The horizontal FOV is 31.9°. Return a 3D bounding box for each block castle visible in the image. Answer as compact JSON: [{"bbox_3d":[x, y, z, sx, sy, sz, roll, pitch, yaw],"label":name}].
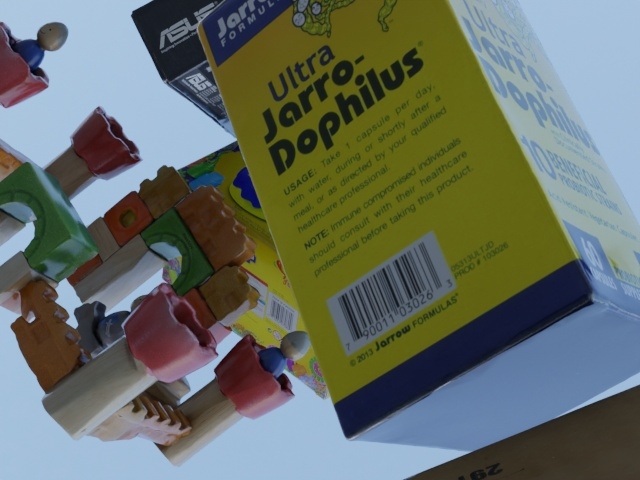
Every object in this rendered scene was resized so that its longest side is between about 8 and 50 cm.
[{"bbox_3d":[-0.216,0.000,1.198,0.213,0.303,0.453,-38,-117,4],"label":"block castle"}]

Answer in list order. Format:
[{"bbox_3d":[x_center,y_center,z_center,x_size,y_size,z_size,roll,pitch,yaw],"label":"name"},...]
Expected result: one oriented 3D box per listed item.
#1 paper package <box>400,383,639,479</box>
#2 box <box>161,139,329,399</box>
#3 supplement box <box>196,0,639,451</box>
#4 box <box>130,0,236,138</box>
[{"bbox_3d":[0.114,0.208,0.524,0.325,0.309,0.168,-22,-87,-4],"label":"paper package"},{"bbox_3d":[0.000,0.000,1.427,0.290,0.177,0.279,33,-136,26],"label":"box"},{"bbox_3d":[0.083,-0.049,0.818,0.195,0.194,0.356,-35,-119,25],"label":"supplement box"},{"bbox_3d":[-0.013,-0.250,1.276,0.318,0.395,0.097,-27,-96,5],"label":"box"}]
